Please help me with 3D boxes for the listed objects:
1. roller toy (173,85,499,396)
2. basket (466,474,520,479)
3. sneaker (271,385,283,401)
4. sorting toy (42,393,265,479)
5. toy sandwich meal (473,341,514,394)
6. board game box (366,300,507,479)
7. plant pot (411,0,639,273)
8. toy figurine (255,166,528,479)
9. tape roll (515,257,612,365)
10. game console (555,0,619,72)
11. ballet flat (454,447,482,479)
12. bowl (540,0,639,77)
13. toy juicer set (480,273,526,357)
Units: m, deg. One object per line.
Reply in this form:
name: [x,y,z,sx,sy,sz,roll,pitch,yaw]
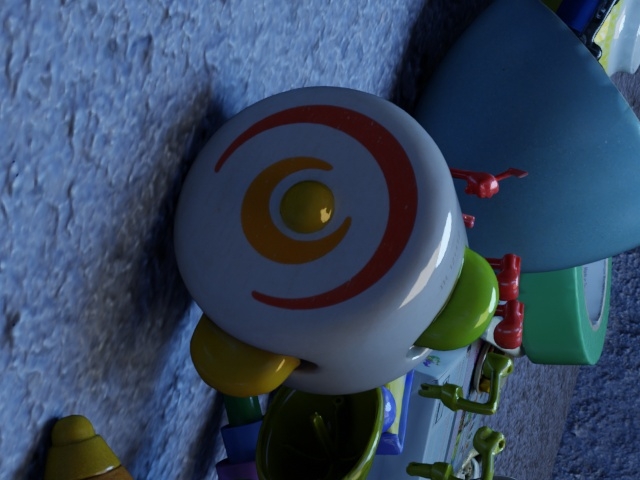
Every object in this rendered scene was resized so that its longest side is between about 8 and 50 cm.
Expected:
roller toy: [0.000,0.000,0.914,0.146,0.209,0.191,62,10,-66]
basket: [0.192,0.377,1.703,0.227,0.204,0.154,130,-45,-67]
sneaker: [-0.001,0.103,1.226,0.059,0.053,0.144,28,82,-74]
sorting toy: [-0.106,0.160,0.949,0.365,0.127,0.126,-16,93,-72]
toy sandwich meal: [0.213,0.155,1.634,0.085,0.029,0.086,17,90,-71]
board game box: [0.132,0.196,1.638,0.303,0.097,0.224,-34,138,-61]
plant pot: [0.193,-0.080,1.348,0.195,0.290,0.290,-34,158,1]
toy figurine: [0.063,0.119,1.087,0.217,0.191,0.362,87,10,-45]
tape roll: [0.300,-0.008,1.637,0.321,0.077,0.321,-1,90,-71]
game console: [0.343,-0.214,1.427,0.250,0.173,0.293,-61,-179,12]
ballet flat: [0.148,0.422,1.868,0.123,0.123,0.349,49,61,-69]
bowl: [0.335,-0.285,1.686,0.289,0.156,0.289,18,90,-72]
toy juicer set: [0.208,0.019,1.622,0.209,0.089,0.329,62,33,-53]
